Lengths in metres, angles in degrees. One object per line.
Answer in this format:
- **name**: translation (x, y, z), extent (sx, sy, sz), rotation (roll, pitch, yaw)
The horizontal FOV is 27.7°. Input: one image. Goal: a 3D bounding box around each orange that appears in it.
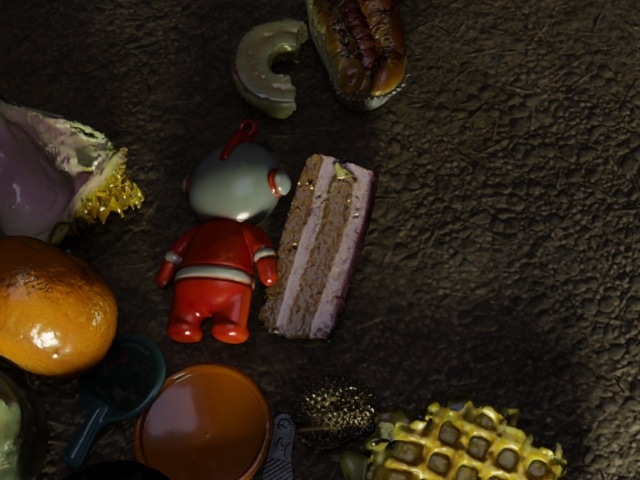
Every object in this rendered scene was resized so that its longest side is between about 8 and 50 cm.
- **orange**: translation (-0.375, 0.085, 1.722), extent (0.224, 0.224, 0.170), rotation (21, 72, 11)

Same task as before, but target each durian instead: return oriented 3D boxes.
- **durian**: translation (0.030, 0.224, 1.733), extent (0.140, 0.071, 0.110), rotation (6, 65, -1)
- **durian**: translation (-0.396, -0.072, 1.844), extent (0.305, 0.185, 0.195), rotation (25, 79, 28)

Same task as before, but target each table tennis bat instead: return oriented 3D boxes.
- **table tennis bat**: translation (-0.287, 0.217, 1.758), extent (0.124, 0.033, 0.201), rotation (19, 67, 26)

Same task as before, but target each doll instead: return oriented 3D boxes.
- **doll**: translation (-0.131, -0.018, 1.831), extent (0.200, 0.105, 0.336), rotation (-3, 67, 29)

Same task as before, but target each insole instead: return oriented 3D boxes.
- **insole**: translation (-0.054, 0.293, 1.737), extent (0.045, 0.002, 0.135), rotation (7, 64, 4)

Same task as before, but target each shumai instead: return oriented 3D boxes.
- **shumai**: translation (-0.514, 0.239, 1.631), extent (0.309, 0.263, 0.304), rotation (-15, 63, -6)

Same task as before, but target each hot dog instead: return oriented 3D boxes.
- **hot dog**: translation (0.057, -0.321, 1.990), extent (0.144, 0.075, 0.267), rotation (-13, 63, -5)

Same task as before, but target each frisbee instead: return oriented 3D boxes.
- **frisbee**: translation (-0.155, 0.257, 1.736), extent (0.192, 0.035, 0.192), rotation (-5, 63, 10)

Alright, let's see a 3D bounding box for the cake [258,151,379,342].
- **cake**: translation (0.000, 0.000, 1.827), extent (0.116, 0.113, 0.295), rotation (13, 71, 10)

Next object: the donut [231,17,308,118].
- **donut**: translation (-0.080, -0.259, 1.969), extent (0.108, 0.065, 0.165), rotation (5, 65, 4)

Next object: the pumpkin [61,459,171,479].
- **pumpkin**: translation (-0.256, 0.383, 1.612), extent (0.221, 0.162, 0.220), rotation (0, 70, 0)

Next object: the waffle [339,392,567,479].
- **waffle**: translation (0.178, 0.341, 1.675), extent (0.329, 0.062, 0.329), rotation (-1, 66, 2)
